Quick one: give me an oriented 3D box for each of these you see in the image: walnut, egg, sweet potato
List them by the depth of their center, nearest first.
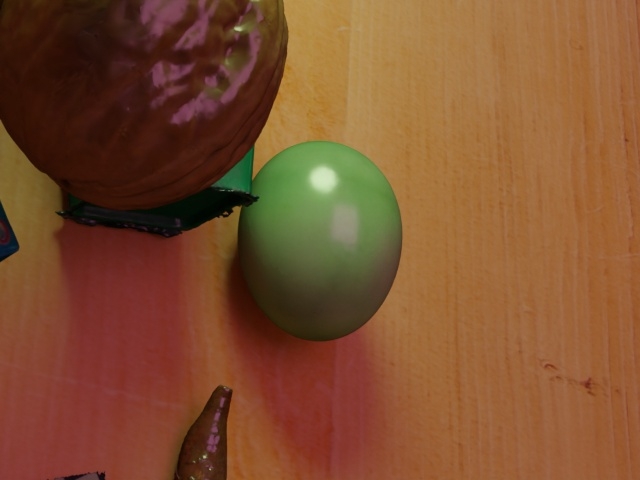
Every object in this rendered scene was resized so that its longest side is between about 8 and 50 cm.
[{"bbox_3d":[-0.177,-0.192,1.293,0.333,0.333,0.333,18,61,-34],"label":"walnut"},{"bbox_3d":[-0.150,0.327,1.515,0.072,0.066,0.314,18,63,-26],"label":"sweet potato"},{"bbox_3d":[0.000,0.000,1.677,0.220,0.220,0.269,6,73,-39],"label":"egg"}]

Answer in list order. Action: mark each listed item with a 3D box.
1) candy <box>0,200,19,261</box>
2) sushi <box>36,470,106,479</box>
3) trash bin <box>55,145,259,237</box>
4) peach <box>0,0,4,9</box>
[{"bbox_3d":[-0.494,-0.011,1.345,0.306,0.100,0.157,-19,85,-45],"label":"candy"},{"bbox_3d":[-0.285,0.397,1.380,0.192,0.043,0.279,-1,72,-41],"label":"sushi"},{"bbox_3d":[-0.217,-0.219,1.570,0.295,0.259,0.381,8,70,-33],"label":"trash bin"},{"bbox_3d":[-0.442,-0.357,1.376,0.372,0.372,0.290,30,82,-28],"label":"peach"}]
